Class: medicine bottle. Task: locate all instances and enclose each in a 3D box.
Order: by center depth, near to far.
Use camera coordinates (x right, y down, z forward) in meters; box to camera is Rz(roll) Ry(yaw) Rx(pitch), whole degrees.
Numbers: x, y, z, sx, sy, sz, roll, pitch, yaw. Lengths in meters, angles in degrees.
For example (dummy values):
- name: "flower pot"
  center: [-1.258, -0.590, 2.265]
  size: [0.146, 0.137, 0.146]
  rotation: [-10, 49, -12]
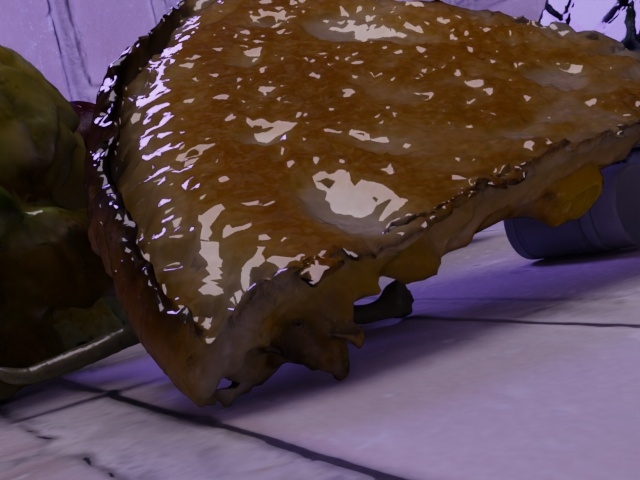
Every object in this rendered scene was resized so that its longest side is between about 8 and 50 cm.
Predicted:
- name: "medicine bottle"
  center: [0.179, -0.019, 0.755]
  size: [0.091, 0.058, 0.058]
  rotation: [-9, 5, 46]

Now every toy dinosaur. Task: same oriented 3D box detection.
- name: "toy dinosaur"
  center: [-0.046, 0.040, 0.681]
  size: [0.200, 0.072, 0.251]
  rotation: [-19, 9, 17]

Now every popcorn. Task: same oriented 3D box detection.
- name: "popcorn"
  center: [-0.263, -0.007, 0.688]
  size: [0.271, 0.257, 0.224]
  rotation: [-9, -25, 1]

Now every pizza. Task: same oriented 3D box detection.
- name: "pizza"
  center: [-0.003, -0.081, 0.701]
  size: [0.435, 0.080, 0.392]
  rotation: [-23, 37, -34]

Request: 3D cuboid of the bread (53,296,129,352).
- name: "bread"
  center: [-0.257, 0.040, 0.911]
  size: [0.257, 0.124, 0.186]
  rotation: [-12, -3, 18]

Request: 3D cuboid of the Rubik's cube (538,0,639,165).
- name: "Rubik's cube"
  center: [0.363, -0.186, 1.054]
  size: [0.264, 0.319, 0.319]
  rotation: [-37, 0, 8]

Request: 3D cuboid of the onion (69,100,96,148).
- name: "onion"
  center: [-0.285, -0.025, 1.306]
  size: [0.195, 0.272, 0.272]
  rotation: [24, 6, 2]
